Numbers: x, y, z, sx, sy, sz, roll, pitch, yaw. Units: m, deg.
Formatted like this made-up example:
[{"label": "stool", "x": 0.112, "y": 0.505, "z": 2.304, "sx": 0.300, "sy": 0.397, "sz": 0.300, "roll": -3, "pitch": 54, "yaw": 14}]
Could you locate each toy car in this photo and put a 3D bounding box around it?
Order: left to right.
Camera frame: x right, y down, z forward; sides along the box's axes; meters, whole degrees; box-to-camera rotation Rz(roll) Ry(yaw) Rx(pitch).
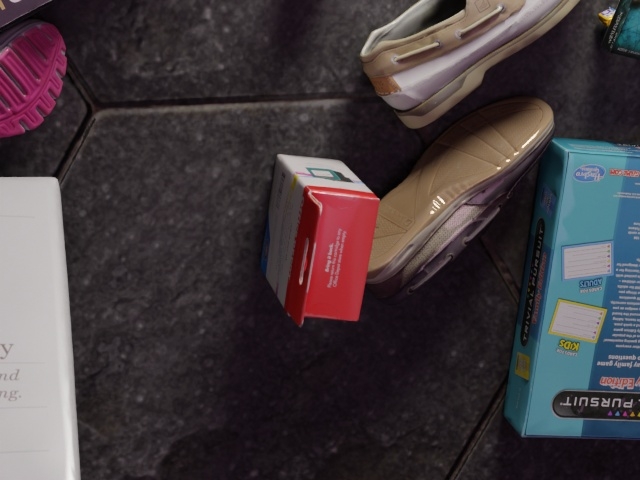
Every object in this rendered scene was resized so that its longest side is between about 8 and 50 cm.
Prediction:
[{"label": "toy car", "x": 0.343, "y": -0.292, "z": 1.827, "sx": 0.122, "sy": 0.040, "sz": 0.060, "roll": -40, "pitch": 129, "yaw": -1}]

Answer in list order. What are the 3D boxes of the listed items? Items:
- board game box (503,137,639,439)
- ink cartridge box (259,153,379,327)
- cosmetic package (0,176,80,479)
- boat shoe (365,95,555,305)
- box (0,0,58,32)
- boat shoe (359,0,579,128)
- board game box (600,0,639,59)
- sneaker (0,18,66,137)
[{"label": "board game box", "x": 0.360, "y": 0.060, "z": 1.909, "sx": 0.253, "sy": 0.079, "sz": 0.336, "roll": 4, "pitch": 105, "yaw": -13}, {"label": "ink cartridge box", "x": 0.000, "y": 0.000, "z": 1.734, "sx": 0.078, "sy": 0.231, "sz": 0.134, "roll": 6, "pitch": 104, "yaw": -13}, {"label": "cosmetic package", "x": -0.404, "y": 0.186, "z": 1.561, "sx": 0.329, "sy": 0.394, "sz": 0.327, "roll": 0, "pitch": 136, "yaw": -13}, {"label": "boat shoe", "x": 0.149, "y": -0.043, "z": 1.831, "sx": 0.285, "sy": 0.103, "sz": 0.092, "roll": -44, "pitch": 135, "yaw": -10}, {"label": "box", "x": -0.385, "y": -0.338, "z": 1.620, "sx": 0.242, "sy": 0.076, "sz": 0.307, "roll": -28, "pitch": 100, "yaw": -3}, {"label": "boat shoe", "x": 0.176, "y": -0.253, "z": 1.765, "sx": 0.302, "sy": 0.113, "sz": 0.103, "roll": -43, "pitch": 115, "yaw": 3}, {"label": "board game box", "x": 0.411, "y": -0.249, "z": 1.836, "sx": 0.186, "sy": 0.026, "sz": 0.126, "roll": 9, "pitch": 112, "yaw": -26}, {"label": "sneaker", "x": -0.366, "y": -0.139, "z": 1.684, "sx": 0.252, "sy": 0.111, "sz": 0.103, "roll": -46, "pitch": 141, "yaw": -21}]
